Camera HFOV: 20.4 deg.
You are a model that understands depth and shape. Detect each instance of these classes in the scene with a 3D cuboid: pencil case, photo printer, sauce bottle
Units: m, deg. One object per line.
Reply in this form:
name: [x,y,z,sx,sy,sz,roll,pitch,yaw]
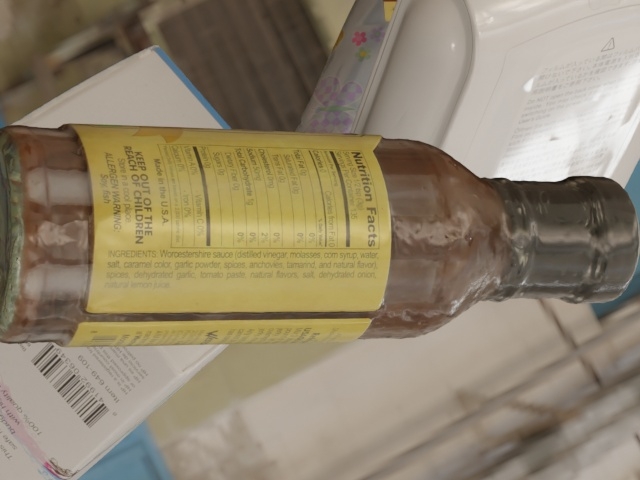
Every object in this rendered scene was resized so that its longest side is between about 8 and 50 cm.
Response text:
pencil case: [0.076,-0.181,1.738,0.273,0.124,0.113,-67,164,-7]
photo printer: [0.147,-0.104,1.310,0.256,0.107,0.307,-16,144,-32]
sauce bottle: [0.000,0.000,0.907,0.344,0.111,0.111,2,168,-25]

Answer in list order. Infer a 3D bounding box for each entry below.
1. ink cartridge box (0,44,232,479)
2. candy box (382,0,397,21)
ink cartridge box: [-0.175,0.040,1.260,0.270,0.198,0.197,-42,179,41]
candy box: [0.113,-0.286,1.594,0.109,0.187,0.053,0,150,5]
